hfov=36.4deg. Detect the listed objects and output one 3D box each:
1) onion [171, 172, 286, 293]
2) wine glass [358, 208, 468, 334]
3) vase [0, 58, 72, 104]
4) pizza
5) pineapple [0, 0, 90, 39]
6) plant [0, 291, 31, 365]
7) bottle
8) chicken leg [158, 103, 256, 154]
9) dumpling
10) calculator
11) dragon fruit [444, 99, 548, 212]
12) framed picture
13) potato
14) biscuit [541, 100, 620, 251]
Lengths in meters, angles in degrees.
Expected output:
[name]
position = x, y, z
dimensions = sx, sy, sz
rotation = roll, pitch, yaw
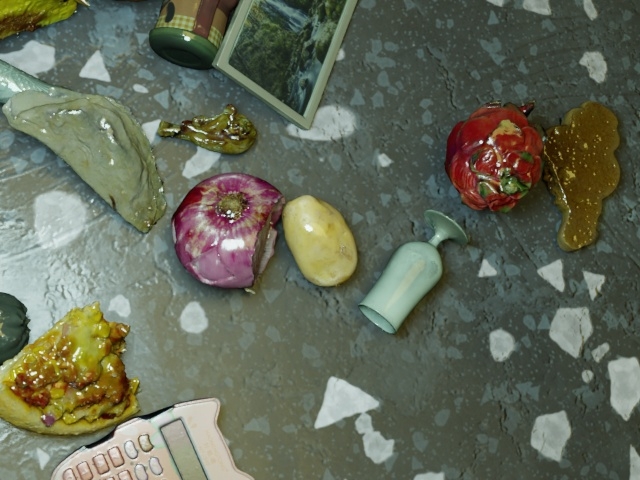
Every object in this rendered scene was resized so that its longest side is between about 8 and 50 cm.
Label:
[onion]
position = -0.166, -0.023, 1.693
dimensions = 0.201, 0.200, 0.207
rotation = 22, 87, -11
[wine glass]
position = 0.171, 0.060, 1.811
dimensions = 0.103, 0.103, 0.231
rotation = 39, 75, -6
[vase]
position = -0.542, -0.269, 1.670
dimensions = 0.219, 0.096, 0.096
rotation = 23, 74, -14
[pizza]
position = -0.389, 0.208, 1.562
dimensions = 0.289, 0.081, 0.228
rotation = 17, 90, -40
[pineapple]
position = -0.537, -0.435, 1.616
dimensions = 0.334, 0.161, 0.158
rotation = -21, 70, -33
[plant]
position = -0.591, 0.153, 1.548
dimensions = 0.256, 0.142, 0.164
rotation = -7, 81, -6
[bottle]
position = -0.217, -0.456, 1.780
dimensions = 0.156, 0.143, 0.271
rotation = 9, 77, 25
[chicken leg]
position = -0.205, -0.205, 1.773
dimensions = 0.178, 0.070, 0.093
rotation = 2, 104, -4
[dumpling]
position = -0.364, -0.167, 1.661
dimensions = 0.332, 0.086, 0.166
rotation = 43, 73, -27
[calculator]
position = -0.292, 0.407, 1.637
dimensions = 0.330, 0.048, 0.220
rotation = -23, 88, -17
[dragon fruit]
position = 0.332, -0.164, 1.855
dimensions = 0.193, 0.274, 0.192
rotation = -3, 121, 6
[framed picture]
position = -0.055, -0.402, 1.824
dimensions = 0.240, 0.020, 0.324
rotation = 33, 70, -35
[potato]
position = 0.000, 0.000, 1.768
dimensions = 0.118, 0.109, 0.178
rotation = -30, 94, -55
[biscuit]
position = 0.525, -0.133, 1.982
dimensions = 0.183, 0.047, 0.319
rotation = 4, 78, -14
